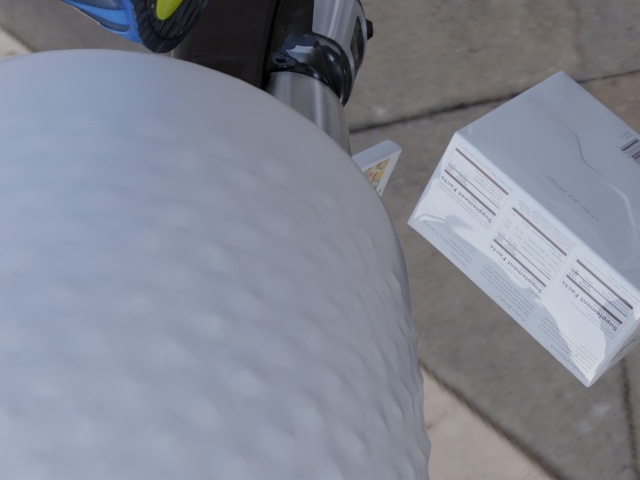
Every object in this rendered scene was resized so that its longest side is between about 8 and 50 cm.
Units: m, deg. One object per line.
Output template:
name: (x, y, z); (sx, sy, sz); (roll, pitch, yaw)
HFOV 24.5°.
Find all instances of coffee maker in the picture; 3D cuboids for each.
coffee maker: (-0.058, -0.081, 0.885); (0.171, 0.178, 0.120); (16, 135, -13)

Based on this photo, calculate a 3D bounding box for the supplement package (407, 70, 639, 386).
supplement package: (0.267, -0.018, 1.548); (0.262, 0.204, 0.145); (44, 136, 17)

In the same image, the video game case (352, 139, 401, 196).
video game case: (0.000, 0.000, 1.665); (0.026, 0.227, 0.206); (32, 118, 17)

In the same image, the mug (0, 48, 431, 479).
mug: (-0.109, 0.163, 0.577); (0.276, 0.328, 0.374); (17, 124, -14)

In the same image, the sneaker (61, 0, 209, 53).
sneaker: (-0.088, -0.117, 0.499); (0.082, 0.209, 0.069); (28, 95, 12)
